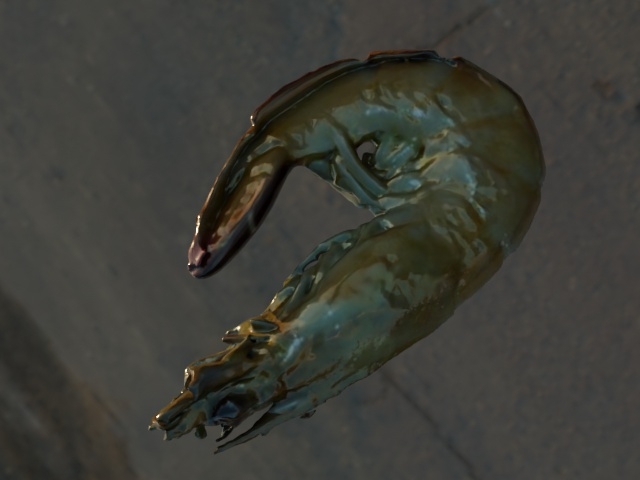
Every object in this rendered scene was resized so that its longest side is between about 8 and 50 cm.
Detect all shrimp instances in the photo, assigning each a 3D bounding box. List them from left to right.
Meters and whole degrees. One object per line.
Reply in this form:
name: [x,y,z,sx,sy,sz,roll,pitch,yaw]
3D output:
shrimp: [0.001,0.000,0.828,0.133,0.236,0.053,49,169,-2]
